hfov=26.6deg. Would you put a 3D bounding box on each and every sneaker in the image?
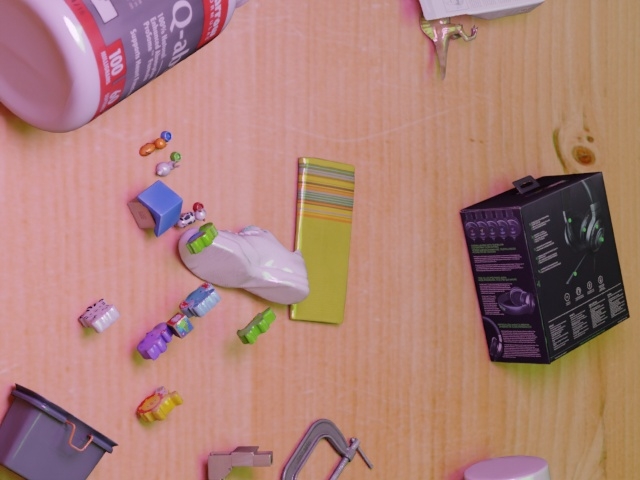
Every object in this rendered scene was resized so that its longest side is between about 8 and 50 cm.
[{"bbox_3d":[-0.105,0.013,1.834,0.212,0.080,0.094,26,50,-37],"label":"sneaker"}]

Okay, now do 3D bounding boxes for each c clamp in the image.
[{"bbox_3d":[0.009,0.334,1.956,0.161,0.022,0.137,-48,120,-35],"label":"c clamp"}]

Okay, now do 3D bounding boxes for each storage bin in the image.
[{"bbox_3d":[-0.318,0.245,1.594,0.135,0.098,0.091,40,72,-36],"label":"storage bin"}]

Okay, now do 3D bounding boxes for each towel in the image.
[{"bbox_3d":[0.000,0.000,1.966,0.102,0.021,0.237,8,83,-39],"label":"towel"}]

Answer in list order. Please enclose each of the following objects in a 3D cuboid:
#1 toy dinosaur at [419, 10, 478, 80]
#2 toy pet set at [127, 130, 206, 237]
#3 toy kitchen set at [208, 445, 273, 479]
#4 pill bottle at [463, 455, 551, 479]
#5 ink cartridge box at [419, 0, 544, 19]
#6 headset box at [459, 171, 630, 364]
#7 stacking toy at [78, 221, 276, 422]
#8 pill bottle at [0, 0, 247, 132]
[{"bbox_3d":[0.199,-0.338,2.166,0.092,0.053,0.183,-3,83,-30],"label":"toy dinosaur"},{"bbox_3d":[-0.191,-0.067,1.746,0.114,0.065,0.122,-40,115,-38],"label":"toy pet set"},{"bbox_3d":[-0.104,0.318,1.817,0.068,0.083,0.075,5,84,-86],"label":"toy kitchen set"},{"bbox_3d":[0.311,0.498,2.150,0.161,0.161,0.283,-14,97,-44],"label":"pill bottle"},{"bbox_3d":[0.229,-0.444,2.168,0.232,0.066,0.189,-14,81,-22],"label":"ink cartridge box"},{"bbox_3d":[0.375,0.033,2.254,0.246,0.131,0.283,-23,104,-42],"label":"headset box"},{"bbox_3d":[-0.180,0.102,1.728,0.221,0.052,0.167,-40,117,-20],"label":"stacking toy"},{"bbox_3d":[-0.230,-0.298,1.616,0.363,0.210,0.210,-41,116,-37],"label":"pill bottle"}]
